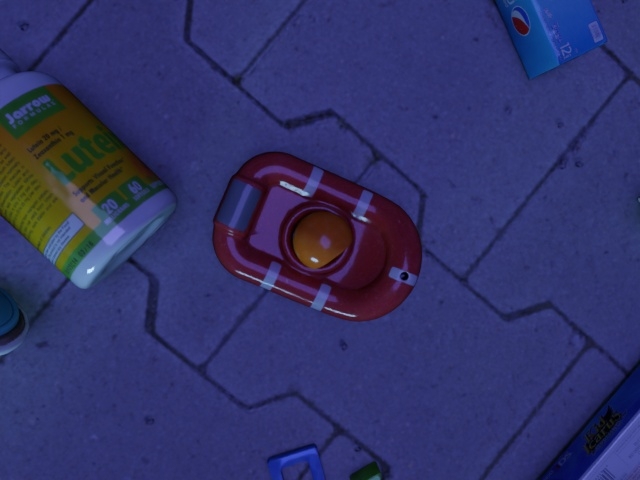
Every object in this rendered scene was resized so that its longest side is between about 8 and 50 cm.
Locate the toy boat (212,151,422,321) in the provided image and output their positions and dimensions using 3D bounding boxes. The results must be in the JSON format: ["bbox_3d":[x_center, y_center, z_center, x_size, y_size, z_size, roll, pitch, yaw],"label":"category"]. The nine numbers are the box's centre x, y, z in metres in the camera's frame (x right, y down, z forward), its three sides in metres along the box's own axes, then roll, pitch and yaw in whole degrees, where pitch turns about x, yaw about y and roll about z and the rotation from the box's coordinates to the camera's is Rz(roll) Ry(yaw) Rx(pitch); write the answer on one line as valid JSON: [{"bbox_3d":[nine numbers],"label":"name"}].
[{"bbox_3d":[0.000,0.000,0.604,0.231,0.151,0.151,23,91,-7],"label":"toy boat"}]

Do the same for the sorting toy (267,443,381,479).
[{"bbox_3d":[0.009,0.422,0.678,0.195,0.047,0.348,-1,93,-6],"label":"sorting toy"}]

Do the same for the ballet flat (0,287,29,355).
[{"bbox_3d":[-0.496,0.063,0.579,0.400,0.139,0.139,20,90,-3],"label":"ballet flat"}]

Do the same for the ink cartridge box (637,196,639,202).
[{"bbox_3d":[0.472,-0.052,0.683,0.143,0.090,0.092,-41,96,-2],"label":"ink cartridge box"}]

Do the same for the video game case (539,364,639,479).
[{"bbox_3d":[0.438,0.308,0.711,0.244,0.061,0.269,43,88,-6],"label":"video game case"}]

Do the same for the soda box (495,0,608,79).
[{"bbox_3d":[0.243,-0.302,0.655,0.067,0.071,0.210,-26,95,-5],"label":"soda box"}]

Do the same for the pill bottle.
[{"bbox_3d":[-0.280,-0.081,0.577,0.245,0.136,0.136,45,88,-6],"label":"pill bottle"}]
